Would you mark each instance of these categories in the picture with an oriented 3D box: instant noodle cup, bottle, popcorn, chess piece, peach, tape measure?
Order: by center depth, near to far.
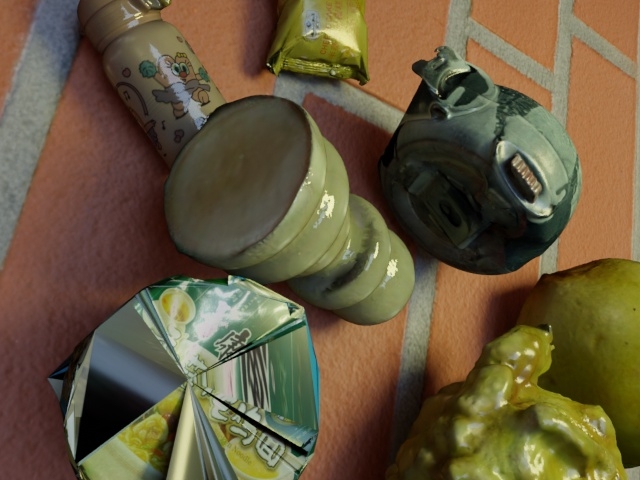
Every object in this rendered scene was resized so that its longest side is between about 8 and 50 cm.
[{"bbox_3d":[-0.141,0.150,0.558,0.240,0.178,0.240,6,79,-32],"label":"instant noodle cup"},{"bbox_3d":[-0.176,-0.187,0.633,0.209,0.110,0.097,57,27,-12],"label":"bottle"},{"bbox_3d":[0.000,0.000,0.653,0.330,0.183,0.182,38,61,-50],"label":"chess piece"},{"bbox_3d":[0.235,0.298,0.715,0.336,0.274,0.279,-37,63,-7],"label":"popcorn"},{"bbox_3d":[0.198,-0.081,0.772,0.275,0.256,0.147,42,61,10],"label":"tape measure"},{"bbox_3d":[0.464,0.185,0.882,0.315,0.281,0.315,-9,78,-28],"label":"peach"}]

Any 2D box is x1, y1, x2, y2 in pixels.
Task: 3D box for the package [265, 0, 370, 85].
[{"bbox_3d":[-0.001,-0.324,0.779,0.169,0.090,0.226,0,84,-31],"label":"package"}]
